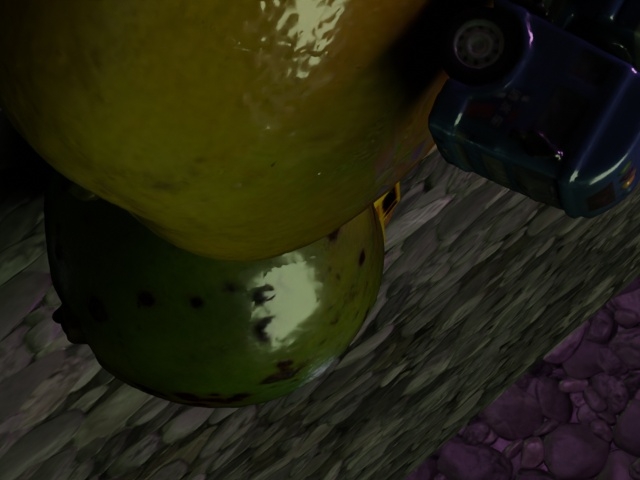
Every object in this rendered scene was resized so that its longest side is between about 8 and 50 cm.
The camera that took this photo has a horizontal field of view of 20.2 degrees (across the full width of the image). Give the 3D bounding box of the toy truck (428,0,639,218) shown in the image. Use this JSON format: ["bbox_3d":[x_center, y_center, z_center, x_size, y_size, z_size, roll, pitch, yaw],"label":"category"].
[{"bbox_3d":[0.119,-0.106,0.666,0.202,0.088,0.074,-60,165,-6],"label":"toy truck"}]

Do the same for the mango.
[{"bbox_3d":[-0.001,-0.142,0.692,0.253,0.182,0.365,-31,160,-43],"label":"mango"}]

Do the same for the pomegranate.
[{"bbox_3d":[-0.031,-0.021,0.933,0.248,0.202,0.202,-31,164,-2],"label":"pomegranate"}]

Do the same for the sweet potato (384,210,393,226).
[{"bbox_3d":[0.024,-0.003,1.457,0.115,0.026,0.026,-40,165,-14],"label":"sweet potato"}]

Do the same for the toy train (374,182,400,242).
[{"bbox_3d":[0.000,0.000,1.289,0.127,0.089,0.219,-50,166,-11],"label":"toy train"}]
